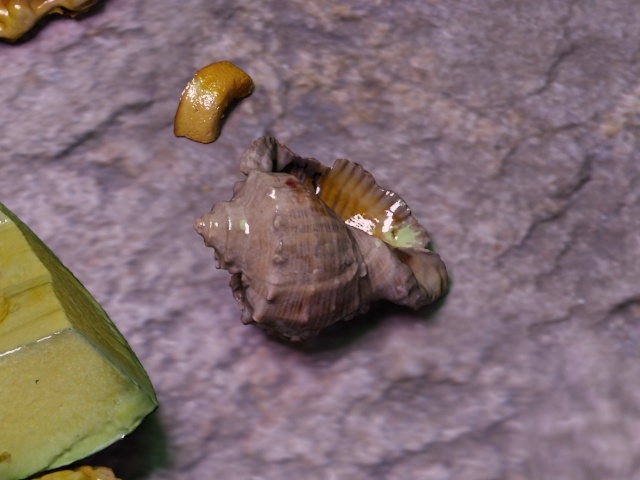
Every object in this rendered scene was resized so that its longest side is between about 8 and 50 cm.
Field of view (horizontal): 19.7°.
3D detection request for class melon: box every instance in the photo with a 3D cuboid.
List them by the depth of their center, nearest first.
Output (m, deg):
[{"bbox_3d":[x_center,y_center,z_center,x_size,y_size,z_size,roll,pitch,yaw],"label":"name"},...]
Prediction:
[{"bbox_3d":[-0.256,0.068,1.518,0.196,0.124,0.323,-13,30,-10],"label":"melon"}]

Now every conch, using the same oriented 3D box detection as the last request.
[{"bbox_3d":[0.000,0.000,1.549,0.245,0.163,0.178,12,68,-26],"label":"conch"}]

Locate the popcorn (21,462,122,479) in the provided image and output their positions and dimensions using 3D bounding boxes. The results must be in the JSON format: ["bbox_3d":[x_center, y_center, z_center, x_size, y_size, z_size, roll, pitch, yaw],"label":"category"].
[{"bbox_3d":[-0.195,0.226,1.425,0.120,0.116,0.106,-10,99,-1],"label":"popcorn"}]

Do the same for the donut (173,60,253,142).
[{"bbox_3d":[-0.096,-0.130,1.716,0.038,0.067,0.083,24,27,26],"label":"donut"}]

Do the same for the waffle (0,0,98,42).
[{"bbox_3d":[-0.335,-0.337,1.801,0.261,0.151,0.324,-28,55,-11],"label":"waffle"}]
